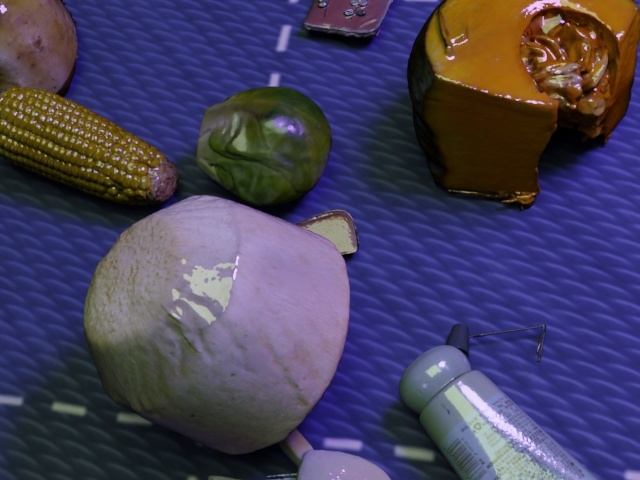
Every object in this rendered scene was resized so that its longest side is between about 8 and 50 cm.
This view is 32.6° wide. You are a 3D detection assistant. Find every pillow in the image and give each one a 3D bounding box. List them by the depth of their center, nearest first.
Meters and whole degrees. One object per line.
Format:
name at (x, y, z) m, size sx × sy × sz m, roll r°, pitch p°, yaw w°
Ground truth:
pillow at (0.063, -0.398, 1.665) m, size 0.126 × 0.043 × 0.232 m, roll 13°, pitch 63°, yaw 16°

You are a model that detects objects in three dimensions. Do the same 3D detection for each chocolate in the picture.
chocolate at (0.000, 0.000, 1.456) m, size 0.101 × 0.031 × 0.064 m, roll -19°, pitch 77°, yaw 3°

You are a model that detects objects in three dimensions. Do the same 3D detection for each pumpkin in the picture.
pumpkin at (0.259, -0.215, 1.438) m, size 0.256 × 0.225 × 0.303 m, roll 39°, pitch 67°, yaw 21°

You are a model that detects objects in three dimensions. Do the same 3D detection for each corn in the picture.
corn at (-0.347, -0.134, 1.538) m, size 0.322 × 0.119 × 0.119 m, roll 21°, pitch 66°, yaw 14°

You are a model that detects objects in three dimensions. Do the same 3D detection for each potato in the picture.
potato at (-0.502, -0.341, 1.627) m, size 0.243 × 0.242 × 0.285 m, roll -19°, pitch 62°, yaw -2°

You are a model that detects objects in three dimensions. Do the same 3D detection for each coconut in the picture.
coconut at (-0.099, 0.098, 1.282) m, size 0.329 × 0.328 × 0.328 m, roll -4°, pitch 60°, yaw 7°

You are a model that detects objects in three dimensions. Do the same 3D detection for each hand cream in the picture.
hand cream at (0.212, 0.249, 1.247) m, size 0.147 × 0.093 × 0.306 m, roll -37°, pitch 64°, yaw -10°

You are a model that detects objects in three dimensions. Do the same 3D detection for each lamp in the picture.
lamp at (0.215, 0.122, 1.352) m, size 0.121 × 0.041 × 0.054 m, roll 4°, pitch 52°, yaw 15°

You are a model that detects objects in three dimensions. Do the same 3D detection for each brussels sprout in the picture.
brussels sprout at (-0.075, -0.132, 1.483) m, size 0.181 × 0.144 × 0.161 m, roll 21°, pitch 100°, yaw 7°

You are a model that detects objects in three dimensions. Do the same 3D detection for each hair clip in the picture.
hair clip at (-0.023, 0.290, 1.278) m, size 0.219 × 0.071 × 0.159 m, roll -4°, pitch 58°, yaw 2°
